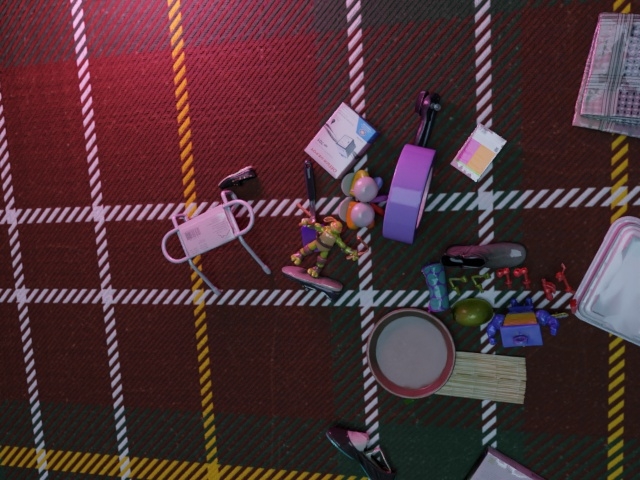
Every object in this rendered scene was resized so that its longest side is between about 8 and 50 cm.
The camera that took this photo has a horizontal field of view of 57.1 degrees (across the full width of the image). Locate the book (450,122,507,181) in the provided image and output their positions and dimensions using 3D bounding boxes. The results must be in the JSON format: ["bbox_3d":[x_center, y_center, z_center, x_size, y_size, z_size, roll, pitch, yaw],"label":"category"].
[{"bbox_3d":[0.464,-0.258,1.730,0.096,0.035,0.144,37,105,10],"label":"book"}]

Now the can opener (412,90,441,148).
[{"bbox_3d":[0.314,-0.349,1.751,0.059,0.073,0.186,2,105,-25],"label":"can opener"}]

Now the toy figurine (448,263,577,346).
[{"bbox_3d":[0.534,0.213,1.662,0.362,0.217,0.191,-7,117,22],"label":"toy figurine"}]

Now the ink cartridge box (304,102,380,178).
[{"bbox_3d":[0.067,-0.303,1.802,0.139,0.082,0.191,42,105,5],"label":"ink cartridge box"}]

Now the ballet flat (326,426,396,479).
[{"bbox_3d":[0.144,0.694,1.933,0.096,0.095,0.280,-43,96,7],"label":"ballet flat"}]

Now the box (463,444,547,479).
[{"bbox_3d":[0.549,0.840,1.861,0.232,0.058,0.322,30,103,9],"label":"box"}]

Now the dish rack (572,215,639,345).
[{"bbox_3d":[0.905,0.128,1.653,0.285,0.072,0.333,25,105,9],"label":"dish rack"}]

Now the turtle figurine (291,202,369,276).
[{"bbox_3d":[0.000,0.000,1.843,0.269,0.087,0.217,31,123,-14],"label":"turtle figurine"}]

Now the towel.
[{"bbox_3d":[0.874,-0.437,1.583,0.312,0.056,0.324,11,102,13],"label":"towel"}]

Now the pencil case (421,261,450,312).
[{"bbox_3d":[0.353,0.142,1.802,0.070,0.064,0.152,-11,95,0],"label":"pencil case"}]

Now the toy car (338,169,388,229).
[{"bbox_3d":[0.140,-0.121,1.791,0.136,0.159,0.182,3,100,-21],"label":"toy car"}]

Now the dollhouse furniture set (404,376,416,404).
[{"bbox_3d":[0.267,0.447,1.892,0.076,0.058,0.152,-36,69,24],"label":"dollhouse furniture set"}]

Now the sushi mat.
[{"bbox_3d":[0.475,0.421,1.835,0.316,0.019,0.152,3,98,14],"label":"sushi mat"}]

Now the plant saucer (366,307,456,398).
[{"bbox_3d":[0.282,0.350,1.836,0.277,0.041,0.278,-2,84,15],"label":"plant saucer"}]

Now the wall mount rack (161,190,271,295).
[{"bbox_3d":[-0.331,0.014,1.937,0.350,0.130,0.304,-23,88,17],"label":"wall mount rack"}]

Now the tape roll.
[{"bbox_3d":[0.256,-0.131,1.677,0.090,0.275,0.275,14,102,12],"label":"tape roll"}]

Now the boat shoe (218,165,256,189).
[{"bbox_3d":[-0.273,-0.197,1.924,0.133,0.049,0.042,-25,83,12],"label":"boat shoe"}]

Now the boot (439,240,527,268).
[{"bbox_3d":[0.474,0.056,1.706,0.246,0.161,0.084,-1,98,15],"label":"boot"}]

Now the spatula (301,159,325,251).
[{"bbox_3d":[-0.028,-0.108,1.881,0.084,0.030,0.297,-4,97,10],"label":"spatula"}]

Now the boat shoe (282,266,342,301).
[{"bbox_3d":[-0.033,0.143,1.899,0.206,0.075,0.065,19,114,8],"label":"boat shoe"}]
